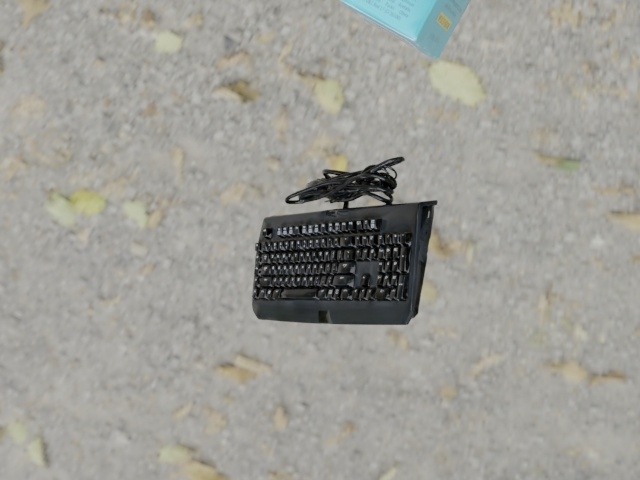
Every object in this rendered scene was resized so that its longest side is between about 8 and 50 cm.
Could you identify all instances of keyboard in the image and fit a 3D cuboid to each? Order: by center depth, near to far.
[{"bbox_3d":[0.000,0.000,0.864,0.038,0.100,0.192,14,170,-30],"label":"keyboard"}]

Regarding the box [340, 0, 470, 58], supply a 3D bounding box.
[{"bbox_3d":[0.104,-0.242,0.910,0.060,0.100,0.244,31,97,11],"label":"box"}]
